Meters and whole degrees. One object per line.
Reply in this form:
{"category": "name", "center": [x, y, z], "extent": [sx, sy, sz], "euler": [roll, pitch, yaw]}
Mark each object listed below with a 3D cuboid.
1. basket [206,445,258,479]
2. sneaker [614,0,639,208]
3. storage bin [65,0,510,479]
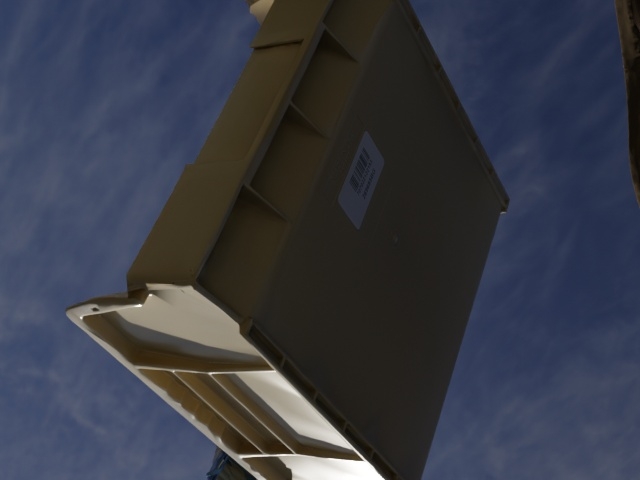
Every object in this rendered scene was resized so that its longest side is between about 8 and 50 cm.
{"category": "basket", "center": [-0.009, 0.270, 1.119], "extent": [0.201, 0.289, 0.255], "euler": [42, -88, -13]}
{"category": "sneaker", "center": [0.187, -0.061, 0.424], "extent": [0.071, 0.066, 0.188], "euler": [9, -59, 65]}
{"category": "storage bin", "center": [0.000, 0.000, 0.601], "extent": [0.123, 0.260, 0.262], "euler": [0, -126, 35]}
